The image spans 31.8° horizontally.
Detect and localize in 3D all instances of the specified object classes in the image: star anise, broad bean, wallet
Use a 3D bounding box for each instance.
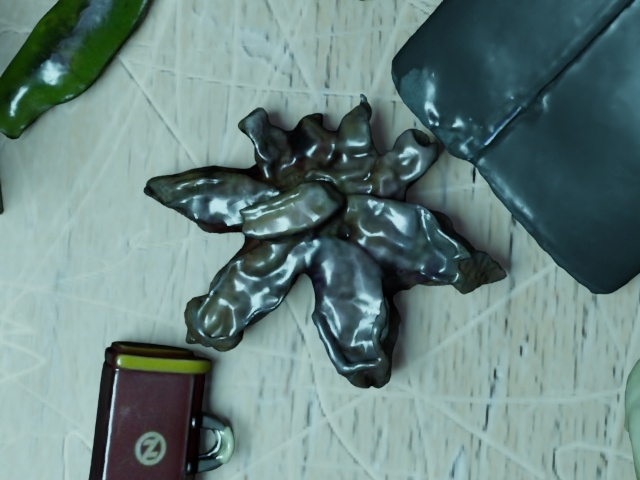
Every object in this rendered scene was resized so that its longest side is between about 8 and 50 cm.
[{"bbox_3d":[-0.007,0.002,0.763,0.220,0.099,0.214,-27,77,0],"label":"star anise"},{"bbox_3d":[-0.181,-0.222,0.808,0.144,0.049,0.292,-7,84,7],"label":"broad bean"},{"bbox_3d":[0.233,-0.161,0.668,0.228,0.062,0.406,45,126,4],"label":"wallet"}]

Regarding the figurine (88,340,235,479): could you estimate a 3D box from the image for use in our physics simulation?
[{"bbox_3d":[-0.109,0.149,0.774,0.098,0.082,0.154,5,87,-18],"label":"figurine"}]

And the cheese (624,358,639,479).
[{"bbox_3d":[0.293,0.158,0.678,0.174,0.248,0.251,-22,80,-1],"label":"cheese"}]

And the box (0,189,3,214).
[{"bbox_3d":[-0.313,-0.081,0.707,0.149,0.231,0.155,-7,87,1],"label":"box"}]
